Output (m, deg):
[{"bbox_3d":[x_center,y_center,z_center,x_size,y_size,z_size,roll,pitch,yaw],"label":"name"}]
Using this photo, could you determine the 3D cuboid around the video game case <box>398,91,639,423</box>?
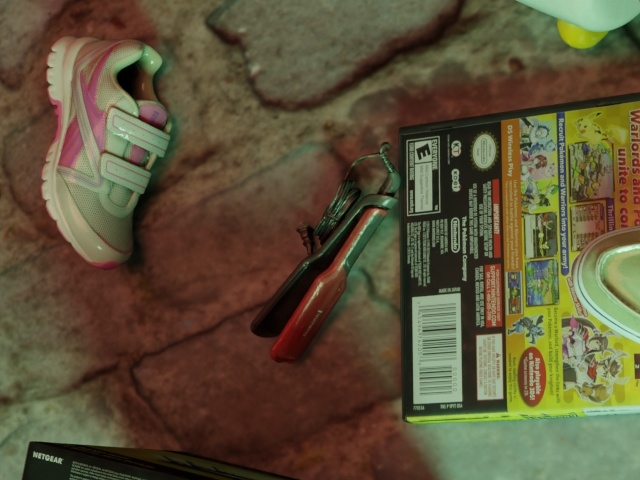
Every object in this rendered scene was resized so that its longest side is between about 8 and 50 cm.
[{"bbox_3d":[0.187,0.019,1.426,0.248,0.035,0.274,-6,77,29],"label":"video game case"}]

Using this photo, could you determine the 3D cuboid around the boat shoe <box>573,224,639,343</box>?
[{"bbox_3d":[0.343,0.047,1.275,0.302,0.094,0.109,13,83,21],"label":"boat shoe"}]

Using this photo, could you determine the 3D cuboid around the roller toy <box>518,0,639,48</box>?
[{"bbox_3d":[0.227,-0.278,1.366,0.146,0.191,0.209,30,96,29],"label":"roller toy"}]

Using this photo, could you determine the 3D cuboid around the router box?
[{"bbox_3d":[-0.068,0.245,1.407,0.309,0.243,0.081,9,85,30],"label":"router box"}]

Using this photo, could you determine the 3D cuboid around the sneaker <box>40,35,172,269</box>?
[{"bbox_3d":[-0.209,-0.097,1.630,0.111,0.103,0.252,-12,76,29],"label":"sneaker"}]

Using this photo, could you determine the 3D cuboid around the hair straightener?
[{"bbox_3d":[0.000,0.000,1.515,0.089,0.047,0.230,46,114,41],"label":"hair straightener"}]
